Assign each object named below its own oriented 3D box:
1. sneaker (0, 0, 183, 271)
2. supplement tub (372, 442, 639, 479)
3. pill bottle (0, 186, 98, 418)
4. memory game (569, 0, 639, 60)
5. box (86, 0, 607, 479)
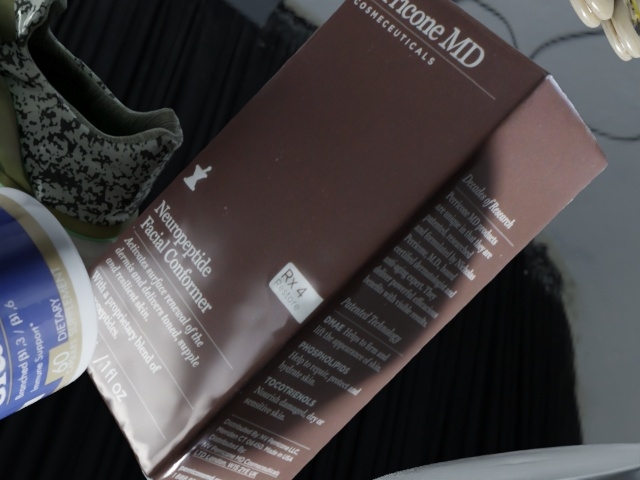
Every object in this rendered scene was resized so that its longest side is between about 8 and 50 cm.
[{"bbox_3d":[-0.273,-0.153,0.818,0.410,0.158,0.182,38,119,-19],"label":"sneaker"},{"bbox_3d":[0.142,0.293,0.638,0.228,0.316,0.228,-8,174,-1],"label":"supplement tub"},{"bbox_3d":[-0.179,0.046,0.410,0.094,0.169,0.094,19,121,35],"label":"pill bottle"},{"bbox_3d":[0.099,-0.161,0.431,0.012,0.186,0.186,-20,135,30],"label":"memory game"},{"bbox_3d":[0.000,0.000,0.788,0.381,0.191,0.143,-45,141,4],"label":"box"}]
